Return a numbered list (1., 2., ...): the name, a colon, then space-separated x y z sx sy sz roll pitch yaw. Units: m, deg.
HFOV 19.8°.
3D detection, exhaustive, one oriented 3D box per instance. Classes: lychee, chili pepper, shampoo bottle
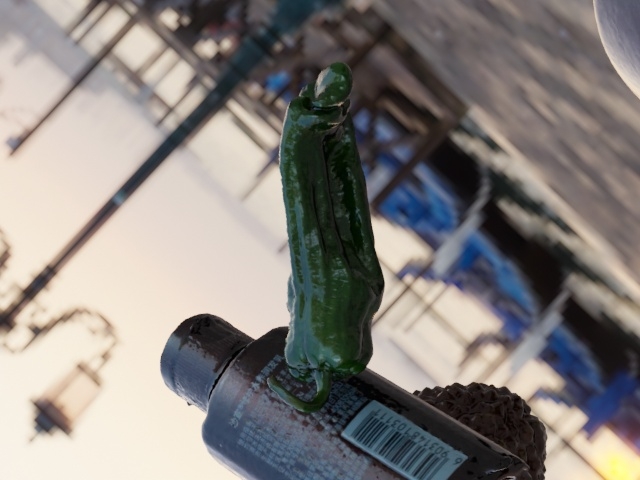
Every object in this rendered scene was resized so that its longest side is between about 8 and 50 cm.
1. lychee: 0.113 0.260 1.887 0.236 0.271 0.236 53 177 4
2. chili pepper: 0.004 -0.001 1.343 0.100 0.074 0.257 32 -128 -71
3. shampoo bottle: 0.005 0.150 1.385 0.323 0.129 0.084 27 170 41

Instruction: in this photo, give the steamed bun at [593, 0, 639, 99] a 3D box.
1. steamed bun: 0.452 -0.199 1.828 0.379 0.248 0.235 5 -163 -36
